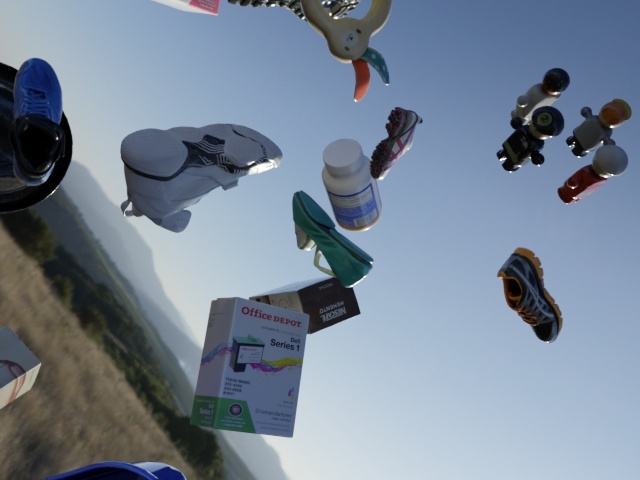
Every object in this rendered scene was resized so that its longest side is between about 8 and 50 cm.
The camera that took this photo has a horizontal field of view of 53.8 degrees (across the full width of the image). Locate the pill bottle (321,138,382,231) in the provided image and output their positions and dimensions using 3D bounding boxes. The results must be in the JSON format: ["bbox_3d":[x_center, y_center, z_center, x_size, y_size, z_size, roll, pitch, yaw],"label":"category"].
[{"bbox_3d":[0.088,-0.162,1.835,0.152,0.152,0.272,42,-17,37],"label":"pill bottle"}]

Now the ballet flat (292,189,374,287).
[{"bbox_3d":[0.000,0.000,1.189,0.083,0.087,0.247,22,20,-50],"label":"ballet flat"}]

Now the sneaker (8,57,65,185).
[{"bbox_3d":[-0.322,-0.142,0.721,0.085,0.058,0.152,-6,-102,60],"label":"sneaker"}]

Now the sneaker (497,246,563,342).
[{"bbox_3d":[0.419,0.122,1.281,0.084,0.083,0.214,0,-60,63],"label":"sneaker"}]

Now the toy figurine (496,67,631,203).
[{"bbox_3d":[0.454,-0.199,1.161,0.213,0.209,0.148,29,-34,-3],"label":"toy figurine"}]

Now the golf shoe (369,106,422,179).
[{"bbox_3d":[0.183,-0.223,1.512,0.186,0.086,0.067,-65,-148,24],"label":"golf shoe"}]

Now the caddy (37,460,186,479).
[{"bbox_3d":[-0.334,0.451,0.895,0.179,0.342,0.241,52,21,-72],"label":"caddy"}]

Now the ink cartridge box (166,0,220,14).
[{"bbox_3d":[-0.311,-0.676,1.414,0.117,0.207,0.282,19,-77,30],"label":"ink cartridge box"}]

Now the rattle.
[{"bbox_3d":[0.052,-0.294,0.812,0.143,0.130,0.199,172,-90,-66],"label":"rattle"}]

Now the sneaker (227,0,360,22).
[{"bbox_3d":[-0.081,-0.466,1.029,0.130,0.330,0.147,-24,-108,41],"label":"sneaker"}]

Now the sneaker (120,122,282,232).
[{"bbox_3d":[-0.271,-0.141,1.409,0.137,0.366,0.210,57,-41,34],"label":"sneaker"}]

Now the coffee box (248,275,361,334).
[{"bbox_3d":[-0.049,0.177,1.712,0.297,0.168,0.118,-15,-89,59],"label":"coffee box"}]

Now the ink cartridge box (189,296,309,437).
[{"bbox_3d":[-0.151,0.278,1.388,0.202,0.277,0.117,19,-20,-33],"label":"ink cartridge box"}]

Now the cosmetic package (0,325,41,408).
[{"bbox_3d":[-0.791,0.337,1.385,0.129,0.296,0.153,44,-48,7],"label":"cosmetic package"}]

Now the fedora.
[{"bbox_3d":[-0.641,-0.191,1.194,0.333,0.334,0.152,61,-16,-25],"label":"fedora"}]
